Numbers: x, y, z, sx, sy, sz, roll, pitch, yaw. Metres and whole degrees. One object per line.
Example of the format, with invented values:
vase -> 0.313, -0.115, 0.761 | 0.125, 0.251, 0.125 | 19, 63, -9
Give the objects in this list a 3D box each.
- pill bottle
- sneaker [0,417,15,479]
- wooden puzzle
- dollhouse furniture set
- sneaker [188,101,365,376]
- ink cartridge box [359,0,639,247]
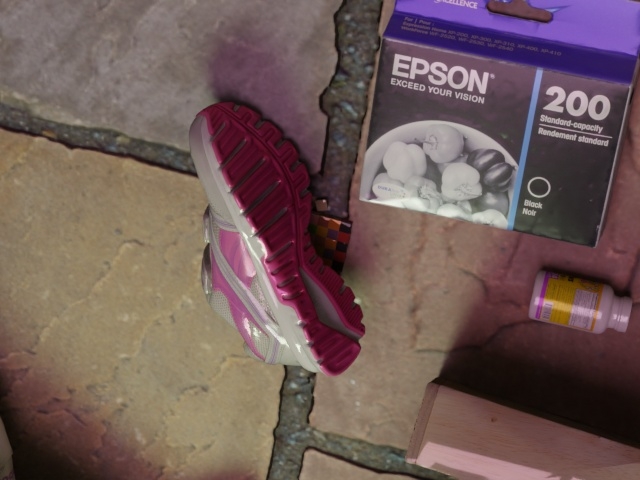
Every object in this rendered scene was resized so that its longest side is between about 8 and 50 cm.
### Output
pill bottle -> 0.220, 0.054, 1.452 | 0.083, 0.043, 0.043 | 13, 118, 7
sneaker -> -0.438, 0.227, 1.664 | 0.305, 0.114, 0.152 | -12, 111, 20
wooden puzzle -> 0.000, 0.000, 1.502 | 0.049, 0.006, 0.083 | 15, 119, 7
dollhouse furniture set -> 0.158, 0.343, 1.448 | 0.256, 0.362, 0.394 | 17, 89, 7
sneaker -> -0.062, 0.007, 1.466 | 0.111, 0.103, 0.252 | -14, 101, 38
ink cartridge box -> 0.146, -0.110, 1.389 | 0.206, 0.045, 0.208 | 12, 117, 9
